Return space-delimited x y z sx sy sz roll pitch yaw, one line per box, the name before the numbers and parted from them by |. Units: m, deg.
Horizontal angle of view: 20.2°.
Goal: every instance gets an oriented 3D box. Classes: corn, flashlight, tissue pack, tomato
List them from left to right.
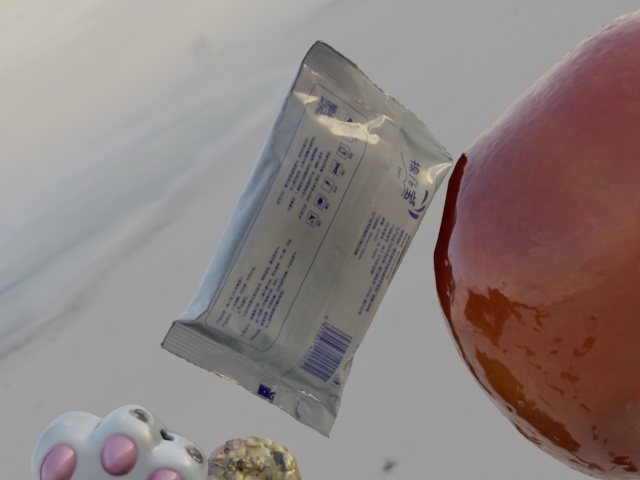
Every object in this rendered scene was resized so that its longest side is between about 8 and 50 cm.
flashlight | -0.127 0.165 0.838 0.200 0.093 0.047 -53 2 16
corn | -0.059 0.239 1.398 0.086 0.086 0.253 -32 -25 -23
tissue pack | 0.000 0.000 1.011 0.026 0.122 0.193 6 68 57
tomato | 0.172 -0.004 0.903 0.260 0.180 0.260 -29 -31 -19
